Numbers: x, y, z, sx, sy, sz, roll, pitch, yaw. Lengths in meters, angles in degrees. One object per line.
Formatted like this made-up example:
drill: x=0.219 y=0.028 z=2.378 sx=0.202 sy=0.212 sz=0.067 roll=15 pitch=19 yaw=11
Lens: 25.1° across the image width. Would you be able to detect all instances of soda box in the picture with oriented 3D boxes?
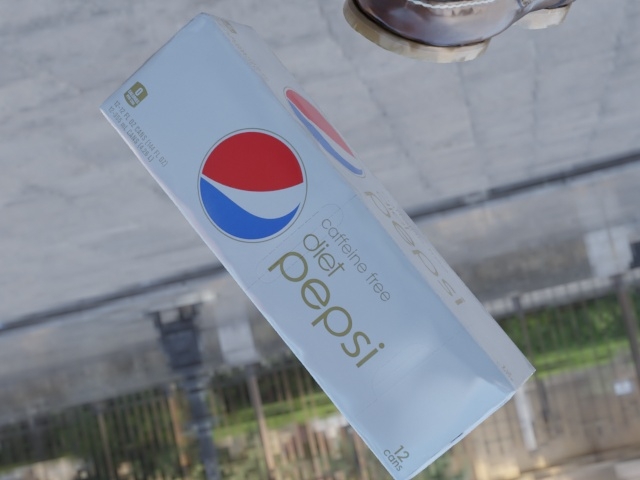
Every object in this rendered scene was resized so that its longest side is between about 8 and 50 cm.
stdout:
soda box: x=0.000 y=0.000 z=0.649 sx=0.069 sy=0.216 sz=0.074 roll=-42 pitch=172 yaw=13

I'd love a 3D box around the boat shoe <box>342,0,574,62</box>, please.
boat shoe: x=0.086 y=-0.146 z=0.747 sx=0.207 sy=0.073 sz=0.073 roll=-29 pitch=154 yaw=-53
